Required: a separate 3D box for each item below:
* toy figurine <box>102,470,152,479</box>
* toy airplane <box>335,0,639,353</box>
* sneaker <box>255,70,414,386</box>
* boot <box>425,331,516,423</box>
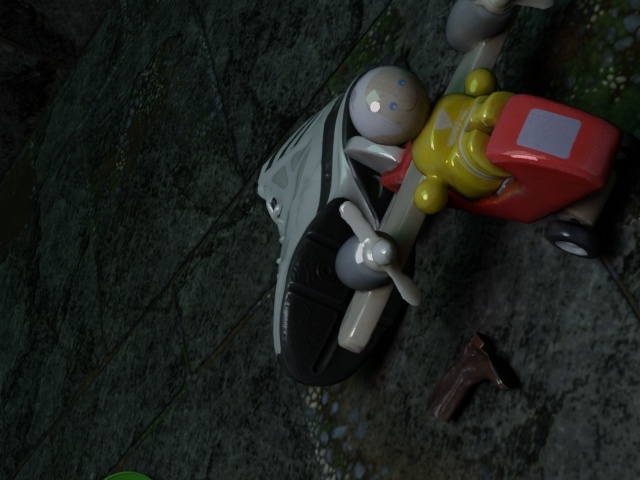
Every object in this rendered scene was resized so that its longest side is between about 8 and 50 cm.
[{"bbox_3d":[-0.338,0.471,1.696,0.159,0.130,0.173,-22,80,64],"label":"toy figurine"},{"bbox_3d":[0.132,-0.109,1.153,0.384,0.272,0.386,-41,35,29],"label":"toy airplane"},{"bbox_3d":[0.001,0.000,1.423,0.257,0.169,0.447,-23,47,58],"label":"sneaker"},{"bbox_3d":[0.169,0.176,1.169,0.114,0.037,0.106,-54,24,17],"label":"boot"}]
